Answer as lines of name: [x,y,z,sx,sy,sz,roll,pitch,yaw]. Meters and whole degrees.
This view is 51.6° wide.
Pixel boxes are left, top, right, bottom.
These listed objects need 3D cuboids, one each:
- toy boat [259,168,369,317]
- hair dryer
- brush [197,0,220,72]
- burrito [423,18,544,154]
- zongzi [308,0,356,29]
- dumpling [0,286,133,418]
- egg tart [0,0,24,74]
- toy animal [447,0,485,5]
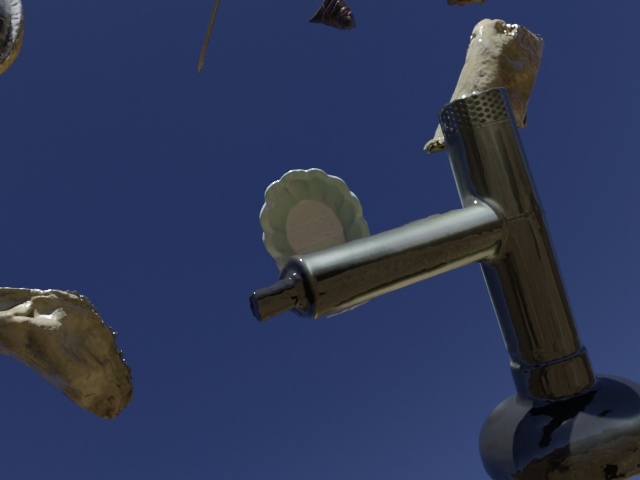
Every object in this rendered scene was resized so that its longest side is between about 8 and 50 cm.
toy boat: [0.000,0.000,1.296,0.199,0.100,0.290,-22,-87,5]
hair dryer: [0.097,0.068,0.533,0.284,0.156,0.320,-26,-88,-16]
brush: [-0.187,-0.395,1.167,0.011,0.083,0.205,17,-69,-10]
burrito: [0.352,-0.301,1.354,0.107,0.175,0.348,89,-156,-72]
zongzi: [0.025,-0.406,1.147,0.083,0.067,0.073,17,-69,8]
dumpling: [-0.432,0.168,1.066,0.332,0.086,0.166,35,-75,-17]
egg tart: [-0.576,-0.334,1.028,0.234,0.234,0.094,-28,-19,-3]
toy animal: [0.266,-0.453,0.937,0.275,0.054,0.149,-46,-66,4]
